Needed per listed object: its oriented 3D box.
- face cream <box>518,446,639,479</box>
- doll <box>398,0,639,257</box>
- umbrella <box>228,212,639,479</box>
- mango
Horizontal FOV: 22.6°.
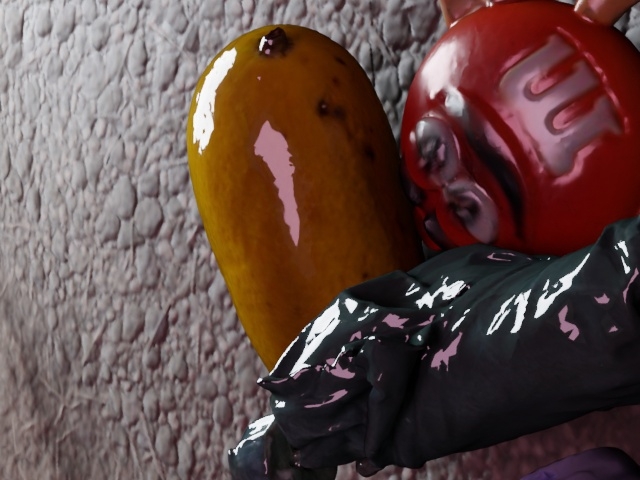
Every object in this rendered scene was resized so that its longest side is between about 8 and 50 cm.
[{"bbox_3d":[0.166,0.264,0.578,0.137,0.235,0.420,83,167,-55],"label":"face cream"},{"bbox_3d":[0.107,-0.061,0.718,0.217,0.085,0.183,-28,81,38],"label":"doll"},{"bbox_3d":[0.087,0.039,0.673,0.349,0.143,0.094,-29,42,41],"label":"umbrella"},{"bbox_3d":[0.000,0.000,0.826,0.147,0.109,0.227,-162,54,-73],"label":"mango"}]
